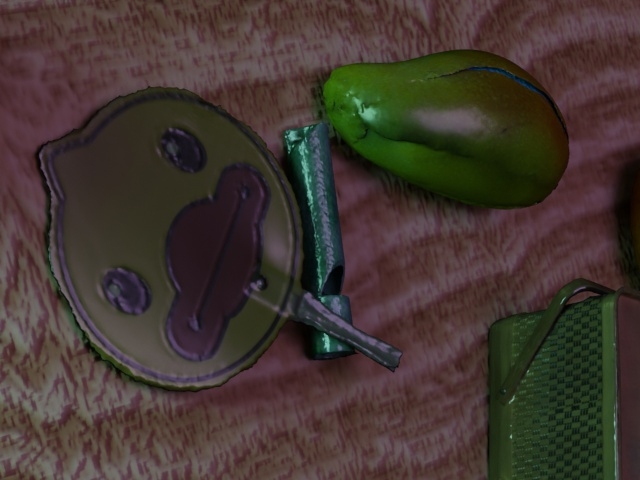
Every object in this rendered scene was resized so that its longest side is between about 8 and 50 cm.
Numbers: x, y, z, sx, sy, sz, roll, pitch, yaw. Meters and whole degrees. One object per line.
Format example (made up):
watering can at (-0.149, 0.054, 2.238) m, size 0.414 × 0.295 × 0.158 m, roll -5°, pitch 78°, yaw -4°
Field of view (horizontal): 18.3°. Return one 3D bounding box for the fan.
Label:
fan at (-0.072, 0.019, 1.484) m, size 0.335 × 0.011 × 0.230 m, roll 32°, pitch 62°, yaw -22°

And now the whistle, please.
whistle at (0.000, 0.000, 1.566) m, size 0.039 × 0.039 × 0.186 m, roll 3°, pitch 75°, yaw -43°

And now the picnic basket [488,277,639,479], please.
picnic basket at (0.244, 0.176, 1.672) m, size 0.165 × 0.139 × 0.267 m, roll 17°, pitch 67°, yaw -39°

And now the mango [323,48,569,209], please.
mango at (0.110, -0.100, 1.653) m, size 0.233 × 0.111 × 0.125 m, roll 18°, pitch 54°, yaw -25°

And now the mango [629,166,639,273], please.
mango at (0.338, -0.008, 1.854) m, size 0.115 × 0.090 × 0.178 m, roll 18°, pitch 74°, yaw -47°
